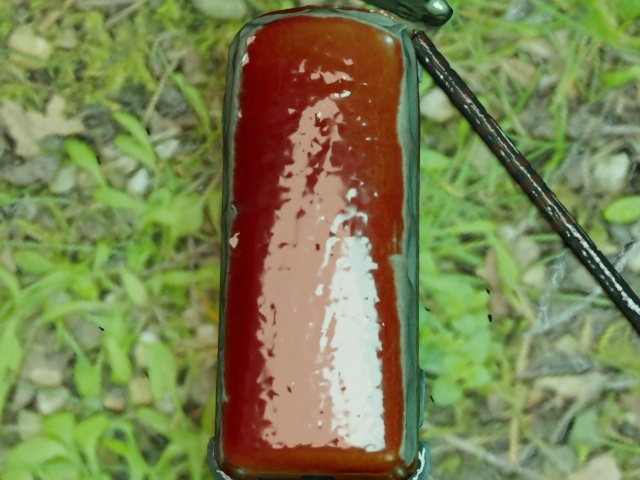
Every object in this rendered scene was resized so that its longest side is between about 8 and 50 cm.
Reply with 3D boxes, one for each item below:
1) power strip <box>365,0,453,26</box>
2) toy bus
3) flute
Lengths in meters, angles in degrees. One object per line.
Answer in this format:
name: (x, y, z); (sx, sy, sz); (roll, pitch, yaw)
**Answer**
power strip: (-0.051, -0.201, 0.813); (0.285, 0.080, 0.048); (22, 77, 9)
toy bus: (0.000, 0.000, 0.750); (0.121, 0.120, 0.265); (1, 81, 3)
flute: (0.133, -0.014, 0.798); (0.014, 0.014, 0.269); (-37, 79, -3)
